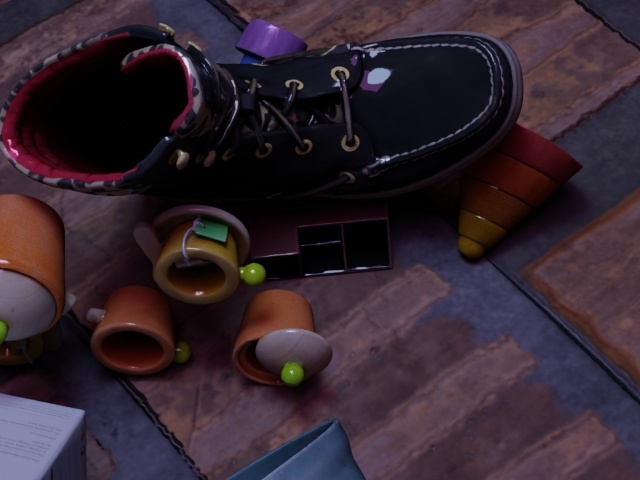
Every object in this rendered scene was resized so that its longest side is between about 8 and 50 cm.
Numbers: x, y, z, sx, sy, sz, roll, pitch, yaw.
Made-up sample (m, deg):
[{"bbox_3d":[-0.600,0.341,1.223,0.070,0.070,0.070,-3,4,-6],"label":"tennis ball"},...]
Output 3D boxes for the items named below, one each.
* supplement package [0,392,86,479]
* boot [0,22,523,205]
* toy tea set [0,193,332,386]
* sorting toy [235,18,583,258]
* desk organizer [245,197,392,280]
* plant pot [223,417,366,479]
[{"bbox_3d":[-0.259,0.210,1.028,0.105,0.105,0.179,11,28,10],"label":"supplement package"},{"bbox_3d":[-0.047,-0.105,1.108,0.377,0.284,0.138,-6,86,25],"label":"boot"},{"bbox_3d":[-0.157,0.069,1.106,0.336,0.200,0.124,3,49,0],"label":"toy tea set"},{"bbox_3d":[0.057,-0.091,1.276,0.365,0.127,0.126,25,91,23],"label":"sorting toy"},{"bbox_3d":[0.000,0.000,1.230,0.130,0.047,0.050,-6,58,0],"label":"desk organizer"},{"bbox_3d":[-0.058,0.283,0.924,0.293,0.293,0.196,-32,86,-17],"label":"plant pot"}]
